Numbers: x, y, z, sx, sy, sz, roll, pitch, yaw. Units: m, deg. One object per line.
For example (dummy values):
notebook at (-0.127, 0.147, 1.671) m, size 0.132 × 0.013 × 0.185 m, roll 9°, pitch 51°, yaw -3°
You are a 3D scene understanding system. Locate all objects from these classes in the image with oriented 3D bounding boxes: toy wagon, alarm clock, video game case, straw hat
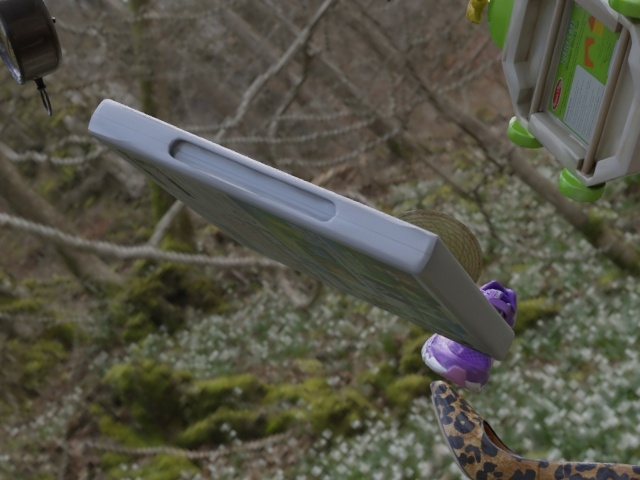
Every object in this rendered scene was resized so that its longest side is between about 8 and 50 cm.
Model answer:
toy wagon at (0.293, -0.224, 1.390) m, size 0.068 × 0.344 × 0.267 m, roll -12°, pitch -48°, yaw -23°
alarm clock at (-0.332, -0.227, 1.297) m, size 0.064 × 0.129 × 0.192 m, roll -24°, pitch -57°, yaw -20°
video game case at (0.000, 0.000, 0.976) m, size 0.036 × 0.300 × 0.329 m, roll -63°, pitch -24°, yaw -7°
straw hat at (0.112, 0.041, 1.310) m, size 0.144 × 0.144 × 0.061 m, roll -54°, pitch 10°, yaw 31°

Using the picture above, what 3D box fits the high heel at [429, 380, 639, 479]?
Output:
high heel at (0.256, 0.232, 1.326) m, size 0.186 × 0.261 × 0.093 m, roll -39°, pitch -17°, yaw 15°

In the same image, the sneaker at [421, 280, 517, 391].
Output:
sneaker at (0.208, 0.117, 1.526) m, size 0.104 × 0.095 × 0.236 m, roll -61°, pitch -9°, yaw 23°
